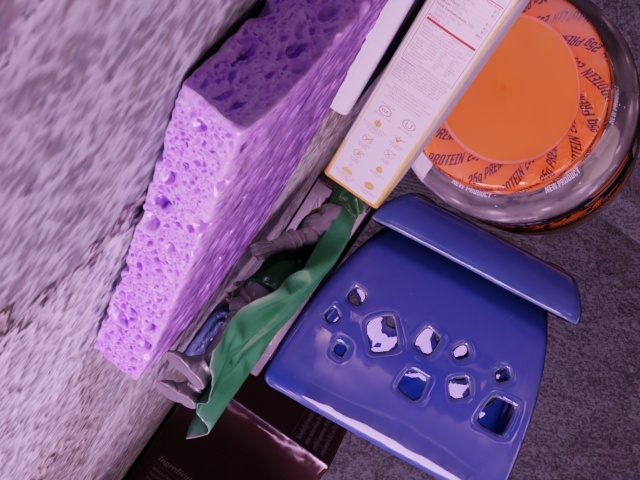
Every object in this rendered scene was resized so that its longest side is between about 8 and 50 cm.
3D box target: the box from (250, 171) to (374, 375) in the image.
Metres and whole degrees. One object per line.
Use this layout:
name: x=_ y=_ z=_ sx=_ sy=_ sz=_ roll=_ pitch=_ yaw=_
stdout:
box: x=0.000 y=0.000 z=1.261 sx=0.231 sy=0.056 sz=0.183 roll=-57 pitch=177 yaw=33

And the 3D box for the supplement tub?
supplement tub: x=0.182 y=-0.112 z=1.157 sx=0.207 sy=0.207 sz=0.338 roll=-55 pitch=167 yaw=7

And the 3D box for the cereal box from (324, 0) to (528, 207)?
cereal box: x=0.095 y=-0.143 z=0.749 sx=0.173 sy=0.047 sz=0.240 roll=-53 pitch=177 yaw=-36

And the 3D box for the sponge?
sponge: x=-0.035 y=-0.030 z=0.534 sx=0.117 sy=0.031 sz=0.210 roll=-53 pitch=177 yaw=-34

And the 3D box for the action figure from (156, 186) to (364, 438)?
action figure: x=-0.035 y=0.035 z=0.995 sx=0.232 sy=0.063 sz=0.137 roll=-48 pitch=172 yaw=-35

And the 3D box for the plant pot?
plant pot: x=0.106 y=0.084 z=1.206 sx=0.212 sy=0.236 sz=0.236 roll=-62 pitch=176 yaw=2

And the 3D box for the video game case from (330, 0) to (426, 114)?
video game case: x=0.081 y=-0.186 z=0.745 sx=0.183 sy=0.023 sz=0.201 roll=-53 pitch=178 yaw=-34

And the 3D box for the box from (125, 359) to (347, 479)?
box: x=-0.099 y=0.247 z=1.401 sx=0.203 sy=0.167 sz=0.168 roll=-56 pitch=177 yaw=14

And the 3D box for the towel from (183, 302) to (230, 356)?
towel: x=-0.085 y=0.084 z=1.094 sx=0.067 sy=0.029 sz=0.119 roll=-56 pitch=177 yaw=2
